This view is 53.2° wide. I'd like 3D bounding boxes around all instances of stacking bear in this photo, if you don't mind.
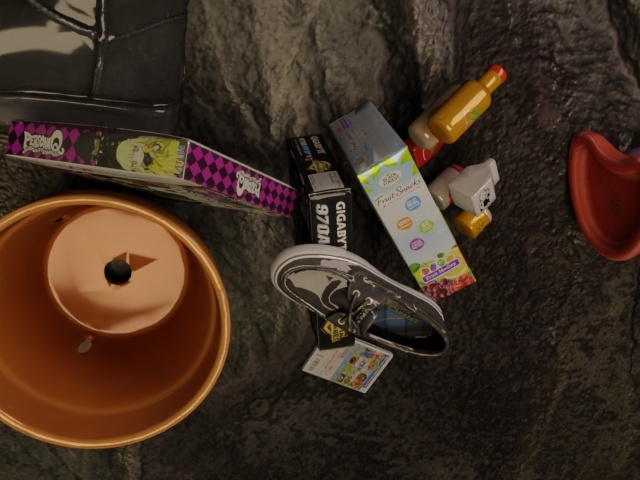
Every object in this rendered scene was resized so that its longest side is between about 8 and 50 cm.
[{"bbox_3d":[0.512,-0.080,0.868,0.288,0.175,0.164,-13,119,-11],"label":"stacking bear"}]

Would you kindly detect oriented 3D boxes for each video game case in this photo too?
[{"bbox_3d":[0.043,0.193,1.020,0.122,0.011,0.087,25,112,-21],"label":"video game case"},{"bbox_3d":[-0.164,-0.071,0.679,0.210,0.232,0.042,10,87,22],"label":"video game case"}]

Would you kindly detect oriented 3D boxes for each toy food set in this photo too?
[{"bbox_3d":[0.182,-0.114,0.806,0.104,0.111,0.232,-44,138,-10],"label":"toy food set"}]

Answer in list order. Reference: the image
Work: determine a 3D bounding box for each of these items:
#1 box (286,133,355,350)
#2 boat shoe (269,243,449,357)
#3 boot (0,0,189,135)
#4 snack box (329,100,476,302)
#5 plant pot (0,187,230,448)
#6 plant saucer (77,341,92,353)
[{"bbox_3d":[0.000,0.000,0.809,0.051,0.175,0.220,-8,120,-7],"label":"box"},{"bbox_3d":[0.050,0.077,0.715,0.228,0.076,0.080,27,110,-23],"label":"boat shoe"},{"bbox_3d":[-0.280,-0.337,0.584,0.366,0.146,0.445,2,123,-22],"label":"boot"},{"bbox_3d":[0.099,-0.051,0.797,0.070,0.174,0.207,-29,119,6],"label":"snack box"},{"bbox_3d":[-0.255,0.067,0.767,0.290,0.203,0.291,-2,106,-8],"label":"plant pot"},{"bbox_3d":[-0.282,0.182,0.944,0.198,0.036,0.199,-4,120,-8],"label":"plant saucer"}]
